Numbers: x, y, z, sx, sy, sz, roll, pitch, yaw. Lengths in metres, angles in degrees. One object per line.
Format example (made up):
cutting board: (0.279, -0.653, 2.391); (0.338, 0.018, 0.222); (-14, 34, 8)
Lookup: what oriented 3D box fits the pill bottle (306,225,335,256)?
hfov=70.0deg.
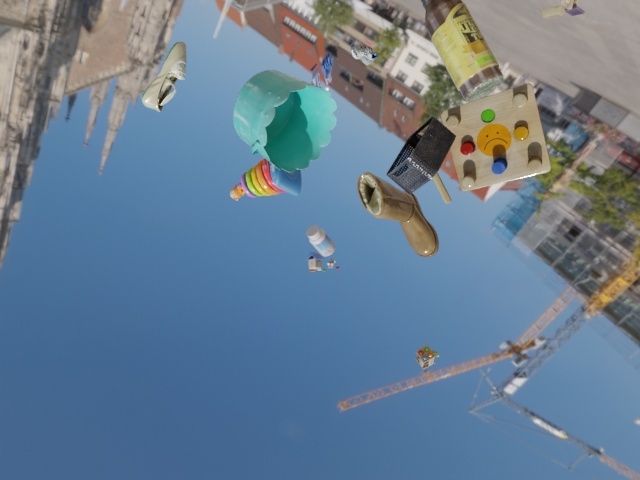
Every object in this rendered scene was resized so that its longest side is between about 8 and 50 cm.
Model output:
pill bottle: (0.000, 0.000, 2.184); (0.160, 0.087, 0.087); (50, -172, -43)

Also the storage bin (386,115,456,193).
storage bin: (0.267, -0.225, 1.210); (0.084, 0.122, 0.180); (38, -121, -9)

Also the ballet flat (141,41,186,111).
ballet flat: (-0.502, -0.542, 1.533); (0.086, 0.248, 0.086); (35, -173, -5)

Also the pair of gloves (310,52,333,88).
pair of gloves: (0.008, -0.745, 2.072); (0.023, 0.159, 0.198); (23, -120, 23)

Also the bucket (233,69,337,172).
bucket: (-0.109, -0.357, 1.355); (0.183, 0.281, 0.281); (37, -154, 31)

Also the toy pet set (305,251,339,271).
toy pet set: (-0.004, 0.084, 1.819); (0.114, 0.122, 0.065); (9, -107, -45)

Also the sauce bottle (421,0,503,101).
sauce bottle: (0.333, -0.522, 1.147); (0.111, 0.111, 0.344); (-17, -101, -56)

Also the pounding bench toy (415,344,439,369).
pounding bench toy: (0.391, 0.411, 1.645); (0.083, 0.065, 0.052); (-25, -129, -12)

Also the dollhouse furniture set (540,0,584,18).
dollhouse furniture set: (0.659, -0.671, 1.259); (0.091, 0.081, 0.114); (7, -172, -32)

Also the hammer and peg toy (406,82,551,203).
hammer and peg toy: (0.460, -0.274, 1.347); (0.127, 0.361, 0.265); (-40, -67, -56)

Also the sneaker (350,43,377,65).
sneaker: (0.161, -0.692, 1.674); (0.135, 0.058, 0.052); (1, -99, -51)

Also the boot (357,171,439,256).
boot: (0.223, -0.064, 1.312); (0.270, 0.089, 0.236); (9, -128, -56)

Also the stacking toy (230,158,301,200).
stacking toy: (-0.236, -0.226, 1.744); (0.166, 0.302, 0.175); (20, -122, -54)
